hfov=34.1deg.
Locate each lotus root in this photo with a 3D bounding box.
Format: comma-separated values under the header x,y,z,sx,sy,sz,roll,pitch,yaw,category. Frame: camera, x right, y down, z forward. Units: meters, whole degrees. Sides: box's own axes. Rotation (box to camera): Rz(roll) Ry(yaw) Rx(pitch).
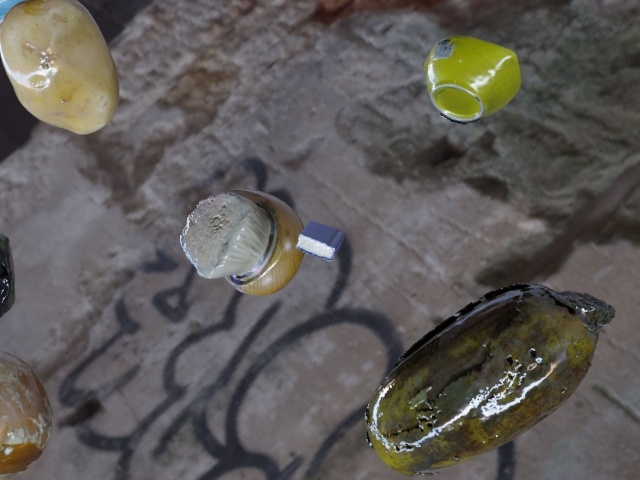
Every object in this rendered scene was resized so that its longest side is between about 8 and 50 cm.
x,y,z,sx,sy,sz,roll,pitch,yaw,category
0.227,0.192,1.445,0.179,0.397,0.196,42,-157,-19,lotus root

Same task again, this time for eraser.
x,y,z,sx,sy,sz,roll,pitch,yaw,category
0.000,0.000,1.657,0.063,0.027,0.084,22,-161,4,eraser

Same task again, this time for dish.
x,y,z,sx,sy,sz,roll,pitch,yaw,category
0.221,-0.237,1.617,0.149,0.080,0.208,36,157,-17,dish

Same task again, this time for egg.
x,y,z,sx,sy,sz,roll,pitch,yaw,category
-0.551,0.295,1.766,0.195,0.195,0.233,40,125,51,egg

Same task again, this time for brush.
x,y,z,sx,sy,sz,roll,pitch,yaw,category
-0.155,-0.023,1.861,0.166,0.174,0.266,23,-164,-38,brush

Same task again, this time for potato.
x,y,z,sx,sy,sz,roll,pitch,yaw,category
-0.302,-0.202,1.209,0.109,0.119,0.178,-75,-27,-48,potato

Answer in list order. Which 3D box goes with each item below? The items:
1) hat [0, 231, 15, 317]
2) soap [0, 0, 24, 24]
x,y,z,sx,sy,sz,roll,pitch,yaw,category
-0.455,0.045,1.333,0.265,0.128,0.265,165,90,-70,hat
-0.430,-0.437,1.512,0.077,0.156,0.293,43,-140,-60,soap
